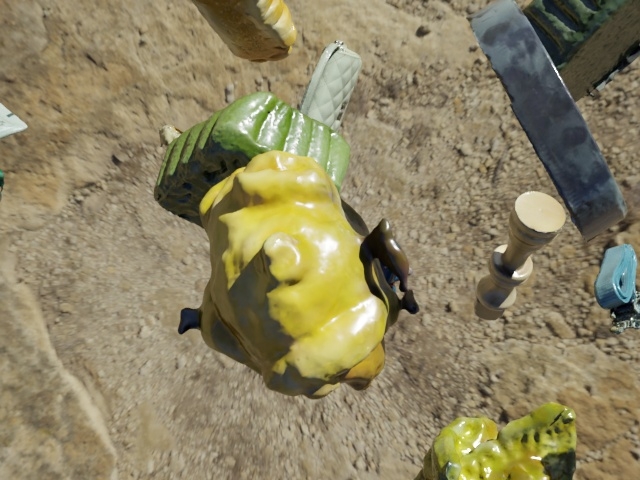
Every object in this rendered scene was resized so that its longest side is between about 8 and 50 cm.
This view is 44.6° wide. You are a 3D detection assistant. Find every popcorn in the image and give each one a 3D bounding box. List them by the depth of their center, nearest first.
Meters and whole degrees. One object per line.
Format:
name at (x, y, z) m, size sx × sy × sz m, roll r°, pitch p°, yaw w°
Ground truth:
popcorn at (-0.031, 0.058, 0.907) m, size 0.281 × 0.316 × 0.297 m, roll -16°, pitch 43°, yaw 2°
popcorn at (0.294, 0.427, 1.375) m, size 0.326 × 0.290 × 0.321 m, roll 21°, pitch 78°, yaw -31°

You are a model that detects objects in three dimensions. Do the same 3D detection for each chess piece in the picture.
chess piece at (0.435, 0.062, 1.785) m, size 0.117 × 0.397 × 0.117 m, roll 5°, pitch 50°, yaw -6°

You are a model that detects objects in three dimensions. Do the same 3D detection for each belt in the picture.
belt at (0.550, 0.077, 1.423) m, size 0.100 × 0.065 × 0.179 m, roll 53°, pitch 42°, yaw -13°

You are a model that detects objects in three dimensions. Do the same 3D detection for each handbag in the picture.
handbag at (-0.001, -0.257, 1.493) m, size 0.079 × 0.219 × 0.256 m, roll 24°, pitch 104°, yaw 8°

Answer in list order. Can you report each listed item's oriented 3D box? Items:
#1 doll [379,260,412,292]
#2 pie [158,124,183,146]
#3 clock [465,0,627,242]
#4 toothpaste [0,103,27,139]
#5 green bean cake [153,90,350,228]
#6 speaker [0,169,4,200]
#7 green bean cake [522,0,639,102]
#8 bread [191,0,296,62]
doll at (0.118, 0.085, 1.581) m, size 0.114 × 0.085 × 0.152 m, roll 21°, pitch 114°, yaw 6°
pie at (-0.241, -0.166, 1.722) m, size 0.274 × 0.274 × 0.055 m, roll 36°, pitch 95°, yaw -1°
clock at (0.247, -0.133, 0.847) m, size 0.055 × 0.280 × 0.280 m, roll -28°, pitch 89°, yaw 17°
toothpaste at (-0.475, -0.123, 0.984) m, size 0.064 × 0.041 × 0.218 m, roll 37°, pitch 42°, yaw 11°
green bean cake at (-0.095, -0.095, 1.124) m, size 0.222 × 0.248 × 0.125 m, roll 27°, pitch 51°, yaw -26°
speaker at (-0.641, -0.102, 1.485) m, size 0.075 × 0.060 × 0.094 m, roll 38°, pitch 81°, yaw -2°
green bean cake at (0.393, -0.312, 1.171) m, size 0.227 × 0.222 × 0.125 m, roll -43°, pitch 66°, yaw 29°
bread at (-0.161, -0.490, 1.634) m, size 0.173 × 0.311 × 0.121 m, roll -2°, pitch 68°, yaw 18°
